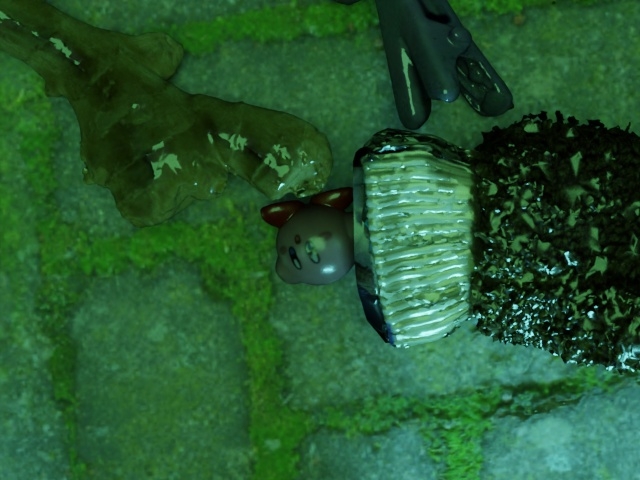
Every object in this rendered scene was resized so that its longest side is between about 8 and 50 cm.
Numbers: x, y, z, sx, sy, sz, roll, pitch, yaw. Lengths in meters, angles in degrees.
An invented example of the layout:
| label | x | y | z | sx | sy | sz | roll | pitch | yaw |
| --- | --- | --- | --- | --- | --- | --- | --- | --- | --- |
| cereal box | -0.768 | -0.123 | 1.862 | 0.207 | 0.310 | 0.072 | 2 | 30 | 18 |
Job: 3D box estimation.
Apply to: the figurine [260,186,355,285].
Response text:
| label | x | y | z | sx | sy | sz | roll | pitch | yaw |
| --- | --- | --- | --- | --- | --- | --- | --- | --- | --- |
| figurine | 0.000 | 0.000 | 0.923 | 0.083 | 0.067 | 0.071 | -17 | 81 | 11 |

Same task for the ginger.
| label | x | y | z | sx | sy | sz | roll | pitch | yaw |
| --- | --- | --- | --- | --- | --- | --- | --- | --- | --- |
| ginger | -0.154 | -0.109 | 0.910 | 0.333 | 0.081 | 0.148 | 36 | 91 | 2 |

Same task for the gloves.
| label | x | y | z | sx | sy | sz | roll | pitch | yaw |
| --- | --- | --- | --- | --- | --- | --- | --- | --- | --- |
| gloves | 0.180 | 0.004 | 0.893 | 0.312 | 0.135 | 0.210 | -6 | 87 | -3 |

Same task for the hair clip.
| label | x | y | z | sx | sy | sz | roll | pitch | yaw |
| --- | --- | --- | --- | --- | --- | --- | --- | --- | --- |
| hair clip | 0.061 | -0.211 | 0.893 | 0.090 | 0.137 | 0.278 | -32 | 94 | -34 |
